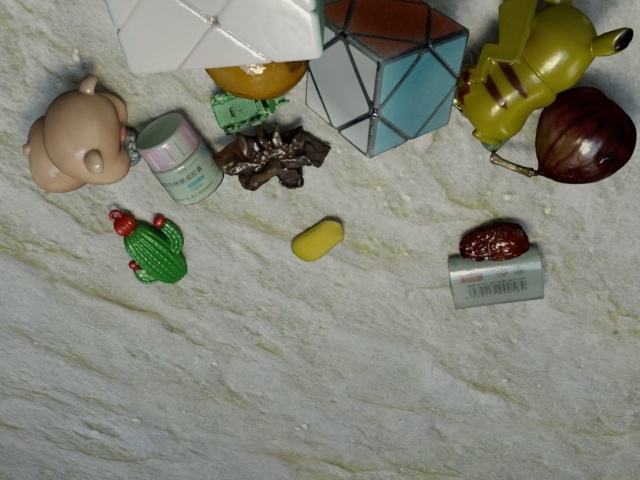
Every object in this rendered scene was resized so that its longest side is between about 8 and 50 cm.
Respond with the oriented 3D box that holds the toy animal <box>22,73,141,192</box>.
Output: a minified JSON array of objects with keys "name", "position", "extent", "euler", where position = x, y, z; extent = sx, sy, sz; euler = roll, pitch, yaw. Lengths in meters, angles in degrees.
[{"name":"toy animal","position":[-0.507,-0.207,1.484],"extent":[0.221,0.210,0.229],"euler":[-10,171,6]}]

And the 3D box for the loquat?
[{"name":"loquat","position":[-0.119,-0.357,1.329],"extent":[0.234,0.176,0.187],"euler":[1,152,6]}]

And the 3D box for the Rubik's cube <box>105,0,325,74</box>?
[{"name":"Rubik's cube","position":[-0.159,-0.480,1.099],"extent":[0.318,0.316,0.322],"euler":[-3,136,6]}]

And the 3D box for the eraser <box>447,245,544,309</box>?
[{"name":"eraser","position":[0.444,0.098,1.814],"extent":[0.226,0.081,0.174],"euler":[-9,138,12]}]

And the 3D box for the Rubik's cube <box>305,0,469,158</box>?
[{"name":"Rubik's cube","position":[0.111,-0.307,1.283],"extent":[0.205,0.207,0.205],"euler":[-27,144,-27]}]

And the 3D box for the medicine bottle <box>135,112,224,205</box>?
[{"name":"medicine bottle","position":[-0.304,-0.176,1.546],"extent":[0.135,0.135,0.168],"euler":[-16,130,19]}]

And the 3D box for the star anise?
[{"name":"star anise","position":[-0.107,-0.168,1.552],"extent":[0.220,0.099,0.214],"euler":[-28,141,28]}]

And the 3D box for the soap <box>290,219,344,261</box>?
[{"name":"soap","position":[0.000,0.000,1.774],"extent":[0.168,0.033,0.089],"euler":[-33,127,31]}]

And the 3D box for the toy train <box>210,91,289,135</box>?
[{"name":"toy train","position":[-0.150,-0.281,1.468],"extent":[0.149,0.081,0.099],"euler":[-15,103,32]}]

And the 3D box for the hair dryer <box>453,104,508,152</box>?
[{"name":"hair dryer","position":[0.335,-0.251,1.502],"extent":[0.150,0.047,0.071],"euler":[32,126,-12]}]

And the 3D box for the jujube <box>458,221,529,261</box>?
[{"name":"jujube","position":[0.413,0.005,1.708],"extent":[0.165,0.104,0.104],"euler":[-9,134,15]}]

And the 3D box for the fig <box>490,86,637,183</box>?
[{"name":"fig","position":[0.506,-0.179,1.445],"extent":[0.203,0.186,0.249],"euler":[18,124,-38]}]

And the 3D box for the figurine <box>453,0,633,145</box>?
[{"name":"figurine","position":[0.384,-0.336,1.324],"extent":[0.326,0.218,0.169],"euler":[-39,163,27]}]

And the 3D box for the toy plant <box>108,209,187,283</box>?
[{"name":"toy plant","position":[-0.417,0.011,1.779],"extent":[0.154,0.088,0.240],"euler":[-12,124,-1]}]
